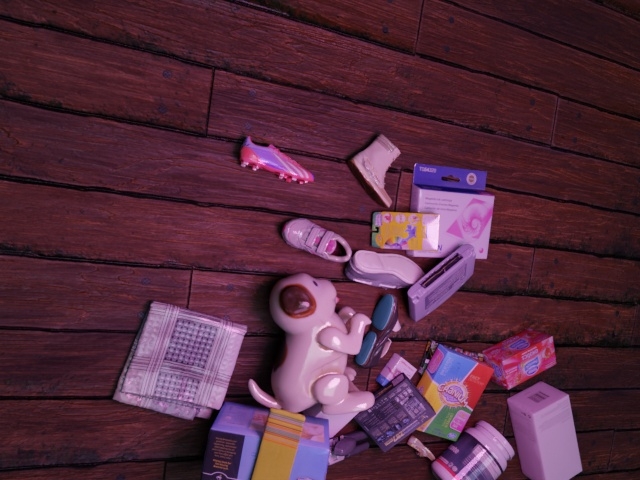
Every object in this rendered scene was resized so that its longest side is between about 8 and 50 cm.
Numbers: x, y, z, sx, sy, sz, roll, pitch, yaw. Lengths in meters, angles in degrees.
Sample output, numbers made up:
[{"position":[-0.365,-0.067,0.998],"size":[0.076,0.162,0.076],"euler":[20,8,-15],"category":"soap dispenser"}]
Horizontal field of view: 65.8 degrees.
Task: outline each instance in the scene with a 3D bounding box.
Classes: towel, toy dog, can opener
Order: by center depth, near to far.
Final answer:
[{"position":[-0.119,0.581,1.349],"size":[0.102,0.021,0.237],"euler":[15,88,5],"category":"towel"},{"position":[-0.413,0.369,1.485],"size":[0.313,0.056,0.323],"euler":[21,89,-23],"category":"towel"},{"position":[-0.040,0.299,1.540],"size":[0.396,0.284,0.407],"euler":[-8,98,-3],"category":"toy dog"},{"position":[0.107,0.680,1.634],"size":[0.283,0.095,0.075],"euler":[20,67,-57],"category":"can opener"}]

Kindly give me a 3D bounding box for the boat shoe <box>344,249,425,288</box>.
[{"position":[0.227,0.113,1.710],"size":[0.320,0.116,0.099],"euler":[14,134,-30],"category":"boat shoe"}]

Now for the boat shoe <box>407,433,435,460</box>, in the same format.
[{"position":[0.376,0.785,1.859],"size":[0.045,0.050,0.135],"euler":[-45,100,-8],"category":"boat shoe"}]

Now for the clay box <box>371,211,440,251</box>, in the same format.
[{"position":[0.289,-0.033,1.684],"size":[0.222,0.053,0.127],"euler":[4,96,11],"category":"clay box"}]

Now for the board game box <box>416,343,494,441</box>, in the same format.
[{"position":[0.472,0.568,1.837],"size":[0.242,0.064,0.316],"euler":[24,95,-23],"category":"board game box"}]

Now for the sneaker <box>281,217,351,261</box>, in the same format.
[{"position":[0.000,0.000,1.578],"size":[0.253,0.111,0.102],"euler":[20,89,-23],"category":"sneaker"}]

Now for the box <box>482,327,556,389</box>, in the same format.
[{"position":[0.782,0.459,1.942],"size":[0.257,0.123,0.128],"euler":[-19,104,-19],"category":"box"}]

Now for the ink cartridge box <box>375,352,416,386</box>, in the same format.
[{"position":[0.273,0.481,1.777],"size":[0.089,0.052,0.122],"euler":[40,80,-20],"category":"ink cartridge box"}]

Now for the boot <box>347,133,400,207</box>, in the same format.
[{"position":[0.210,-0.231,1.656],"size":[0.165,0.077,0.213],"euler":[-43,107,-14],"category":"boot"}]

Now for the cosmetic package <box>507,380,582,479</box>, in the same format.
[{"position":[0.915,0.796,2.019],"size":[0.197,0.155,0.365],"euler":[-18,103,-19],"category":"cosmetic package"}]

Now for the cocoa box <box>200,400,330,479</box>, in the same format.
[{"position":[-0.158,0.649,1.472],"size":[0.348,0.231,0.227],"euler":[10,91,0],"category":"cocoa box"}]

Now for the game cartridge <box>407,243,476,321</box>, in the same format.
[{"position":[0.425,0.155,1.745],"size":[0.294,0.060,0.196],"euler":[-36,142,-14],"category":"game cartridge"}]

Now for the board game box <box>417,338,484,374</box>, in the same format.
[{"position":[0.498,0.468,1.880],"size":[0.260,0.030,0.136],"euler":[18,92,-23],"category":"board game box"}]

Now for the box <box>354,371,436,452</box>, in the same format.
[{"position":[0.256,0.600,1.728],"size":[0.233,0.059,0.183],"euler":[-39,102,5],"category":"box"}]

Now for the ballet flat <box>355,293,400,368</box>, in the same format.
[{"position":[0.213,0.317,1.720],"size":[0.096,0.095,0.280],"euler":[21,98,-33],"category":"ballet flat"}]

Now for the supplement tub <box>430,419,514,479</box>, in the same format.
[{"position":[0.571,0.836,1.864],"size":[0.272,0.191,0.191],"euler":[-38,108,-14],"category":"supplement tub"}]

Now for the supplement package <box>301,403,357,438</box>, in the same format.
[{"position":[0.041,0.561,1.664],"size":[0.179,0.105,0.105],"euler":[-39,108,-14],"category":"supplement package"}]

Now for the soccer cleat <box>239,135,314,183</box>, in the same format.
[{"position":[-0.127,-0.242,1.519],"size":[0.248,0.083,0.095],"euler":[15,86,-20],"category":"soccer cleat"}]

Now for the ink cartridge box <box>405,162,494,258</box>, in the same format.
[{"position":[0.473,-0.100,1.783],"size":[0.325,0.071,0.329],"euler":[2,97,-22],"category":"ink cartridge box"}]
